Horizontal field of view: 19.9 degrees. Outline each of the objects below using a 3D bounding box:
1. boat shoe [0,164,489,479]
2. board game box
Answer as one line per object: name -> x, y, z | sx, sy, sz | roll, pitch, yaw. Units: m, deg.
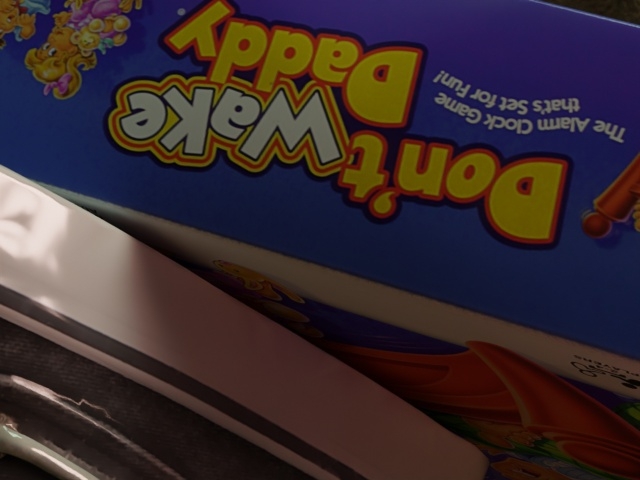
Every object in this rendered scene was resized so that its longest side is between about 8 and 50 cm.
boat shoe -> -0.085, 0.047, 0.443 | 0.301, 0.102, 0.108 | 31, -18, -36
board game box -> 0.000, 0.000, 0.524 | 0.347, 0.078, 0.233 | 16, -15, 16
